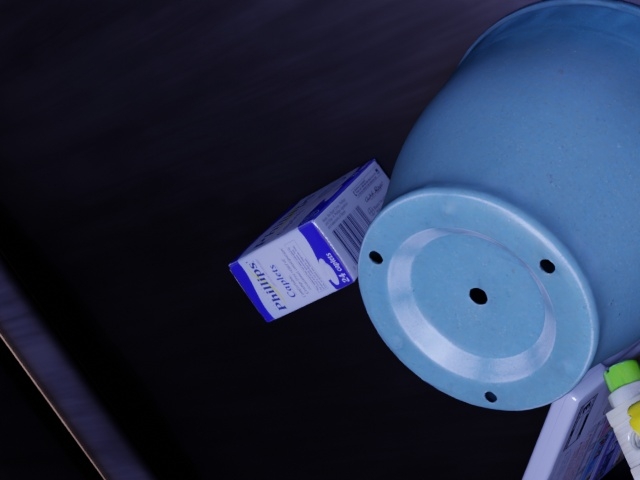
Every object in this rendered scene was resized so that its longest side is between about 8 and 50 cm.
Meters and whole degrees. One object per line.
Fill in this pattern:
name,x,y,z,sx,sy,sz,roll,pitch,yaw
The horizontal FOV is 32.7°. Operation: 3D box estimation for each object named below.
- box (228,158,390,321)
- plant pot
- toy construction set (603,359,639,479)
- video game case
box,0.000,0.000,1.064,0.137,0.126,0.072,-28,102,44
plant pot,0.164,-0.015,0.841,0.271,0.255,0.272,20,130,25
toy construction set,0.336,0.086,0.772,0.328,0.215,0.151,-53,47,26
video game case,0.241,0.160,0.951,0.023,0.193,0.212,37,137,30
